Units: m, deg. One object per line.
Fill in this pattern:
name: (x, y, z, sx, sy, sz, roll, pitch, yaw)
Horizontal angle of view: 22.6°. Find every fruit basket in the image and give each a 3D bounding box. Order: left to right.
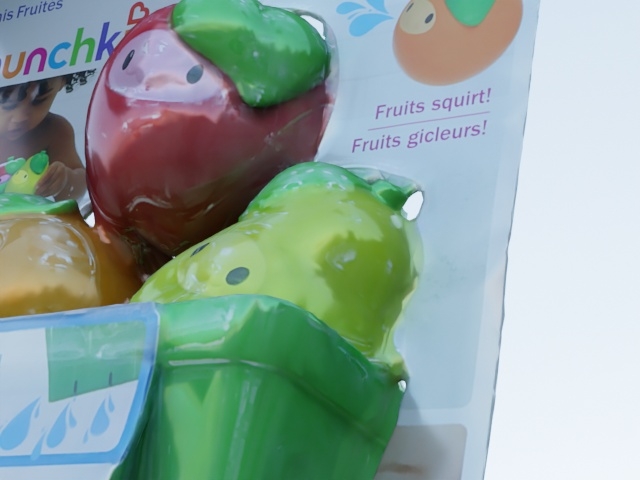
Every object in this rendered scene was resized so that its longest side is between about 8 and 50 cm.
fruit basket: (-0.071, -0.001, 0.662, 0.327, 0.353, 0.165, -6, -24, 31)
